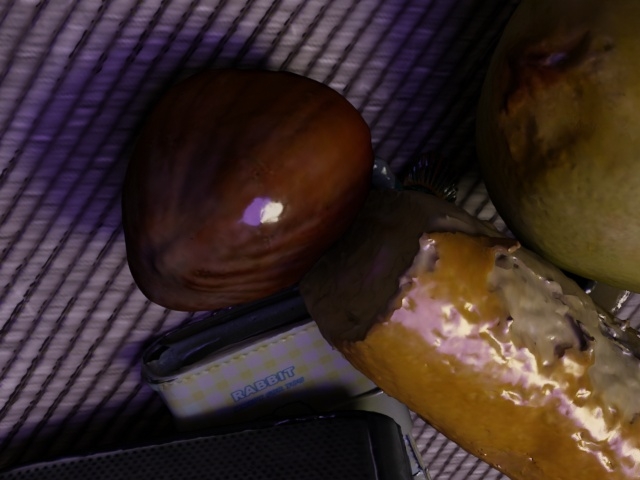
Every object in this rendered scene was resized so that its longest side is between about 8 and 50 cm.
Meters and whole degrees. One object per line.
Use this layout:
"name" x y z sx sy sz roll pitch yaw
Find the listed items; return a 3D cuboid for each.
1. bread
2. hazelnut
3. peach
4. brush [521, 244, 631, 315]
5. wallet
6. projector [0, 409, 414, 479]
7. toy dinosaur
"bread" 0.171 0.110 0.931 0.375 0.236 0.165 37 87 -15
"hazelnut" -0.069 -0.047 0.896 0.210 0.186 0.210 -11 161 -4
"peach" 0.280 -0.095 0.947 0.315 0.314 0.281 -24 160 -52
"brush" 0.209 0.074 1.121 0.059 0.123 0.197 30 104 -29
"wallet" -0.023 0.189 1.123 0.223 0.077 0.309 -24 127 -4
"projector" -0.099 0.384 1.055 0.405 0.242 0.395 -8 129 -2
"toy dinosaur" 0.101 -0.031 1.070 0.187 0.044 0.106 1 103 -24
